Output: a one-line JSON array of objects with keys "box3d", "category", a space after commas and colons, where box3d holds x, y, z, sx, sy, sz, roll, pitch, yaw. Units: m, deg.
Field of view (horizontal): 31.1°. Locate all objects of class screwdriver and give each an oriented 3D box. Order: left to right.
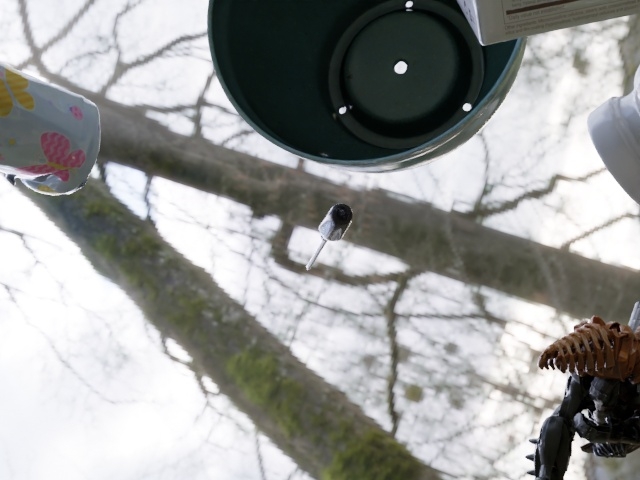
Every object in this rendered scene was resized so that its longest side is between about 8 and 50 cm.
[{"box3d": [0.000, 0.000, 1.013, 0.024, 0.025, 0.170, -58, 4, -20], "category": "screwdriver"}]

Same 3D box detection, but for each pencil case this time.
[{"box3d": [-0.357, -0.133, 1.177, 0.273, 0.124, 0.113, 23, -127, -47], "category": "pencil case"}]

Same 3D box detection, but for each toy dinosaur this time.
[{"box3d": [0.254, 0.146, 1.001, 0.322, 0.164, 0.218, 23, -106, -32], "category": "toy dinosaur"}]

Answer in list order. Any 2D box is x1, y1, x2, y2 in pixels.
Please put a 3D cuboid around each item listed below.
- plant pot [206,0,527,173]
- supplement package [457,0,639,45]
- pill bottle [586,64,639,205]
[{"box3d": [0.062, -0.190, 1.099, 0.196, 0.293, 0.293, 35, -106, -71], "category": "plant pot"}, {"box3d": [0.126, -0.252, 0.620, 0.134, 0.139, 0.244, -97, -4, -61], "category": "supplement package"}, {"box3d": [0.399, -0.145, 1.100, 0.265, 0.153, 0.153, -36, -3, 30], "category": "pill bottle"}]
